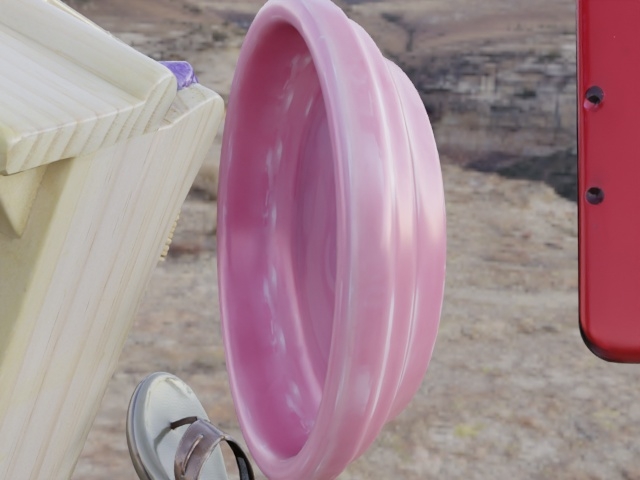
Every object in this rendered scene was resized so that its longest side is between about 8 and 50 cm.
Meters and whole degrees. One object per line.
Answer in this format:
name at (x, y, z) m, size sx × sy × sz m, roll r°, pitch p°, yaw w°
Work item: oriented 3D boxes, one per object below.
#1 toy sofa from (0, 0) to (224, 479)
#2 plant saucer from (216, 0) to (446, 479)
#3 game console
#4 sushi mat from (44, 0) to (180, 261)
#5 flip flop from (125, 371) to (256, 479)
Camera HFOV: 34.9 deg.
toy sofa at (-0.195, 0.056, 0.464) m, size 0.150 × 0.363 × 0.177 m, roll 29°, pitch 23°, yaw 10°
plant saucer at (0.000, 0.000, 0.705) m, size 0.084 × 0.332 × 0.332 m, roll -1°, pitch 11°, yaw -18°
game console at (0.157, -0.024, 0.372) m, size 0.085 × 0.144 × 0.124 m, roll -4°, pitch -11°, yaw 36°
sushi mat at (-0.188, -0.088, 0.768) m, size 0.019 × 0.152 × 0.316 m, roll 21°, pitch -4°, yaw 31°
flip flop at (-0.094, 0.216, 0.878) m, size 0.112 × 0.080 × 0.277 m, roll 34°, pitch 17°, yaw -36°
